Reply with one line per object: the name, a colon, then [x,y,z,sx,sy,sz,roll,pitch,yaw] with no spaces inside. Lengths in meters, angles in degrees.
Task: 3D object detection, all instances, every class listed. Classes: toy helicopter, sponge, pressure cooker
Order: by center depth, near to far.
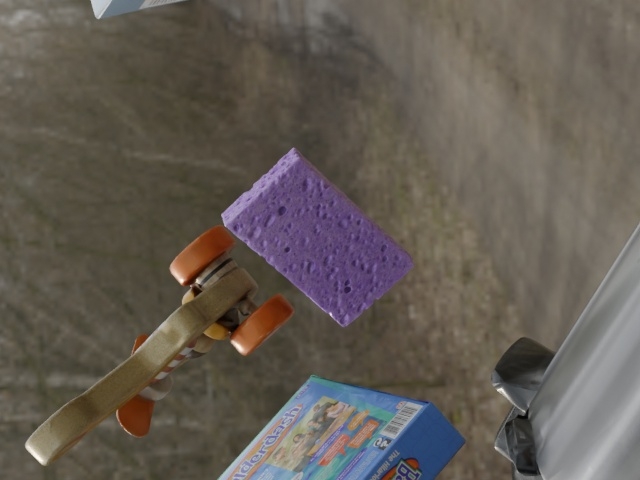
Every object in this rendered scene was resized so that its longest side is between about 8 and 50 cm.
pressure cooker: [0.367,0.172,1.203,0.420,0.375,0.370,-66,31,32]
sponge: [0.000,0.000,1.588,0.210,0.117,0.031,42,-169,-29]
toy helicopter: [-0.209,0.149,1.605,0.140,0.355,0.235,49,140,4]

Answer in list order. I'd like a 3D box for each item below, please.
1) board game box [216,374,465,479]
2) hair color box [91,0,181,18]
board game box: [-0.002,0.184,1.055,0.047,0.160,0.210,48,163,-17]
hair color box: [-0.199,-0.451,1.502,0.113,0.185,0.375,-18,88,69]
